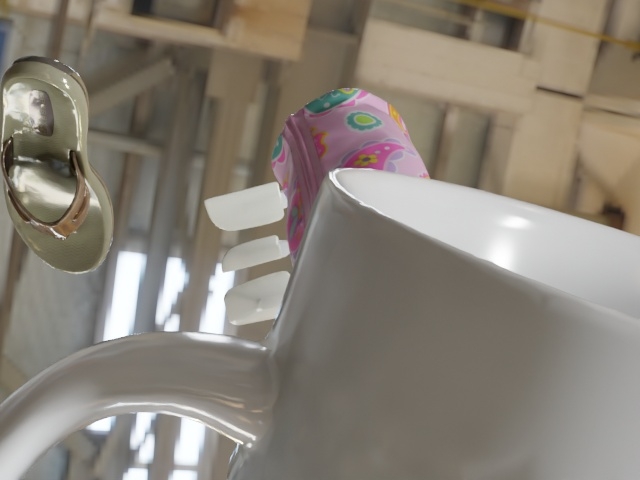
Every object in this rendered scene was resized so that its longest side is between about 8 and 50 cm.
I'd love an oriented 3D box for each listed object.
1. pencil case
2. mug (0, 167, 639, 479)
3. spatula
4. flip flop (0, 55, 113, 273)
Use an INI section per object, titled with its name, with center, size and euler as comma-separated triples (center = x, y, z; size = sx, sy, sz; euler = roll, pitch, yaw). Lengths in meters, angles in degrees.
[pencil case]
center = 0.031, -0.005, 1.200
size = 0.124, 0.124, 0.284
euler = -61, -160, 28
[mug]
center = 0.038, 0.158, 0.567
size = 0.276, 0.374, 0.328
euler = -127, -126, -76
[spatula]
center = 0.000, 0.000, 1.806
size = 0.019, 0.242, 0.168
euler = -125, -157, -66
[flip flop]
center = -0.271, -0.061, 1.595
size = 0.277, 0.112, 0.080
euler = 94, 2, -47
